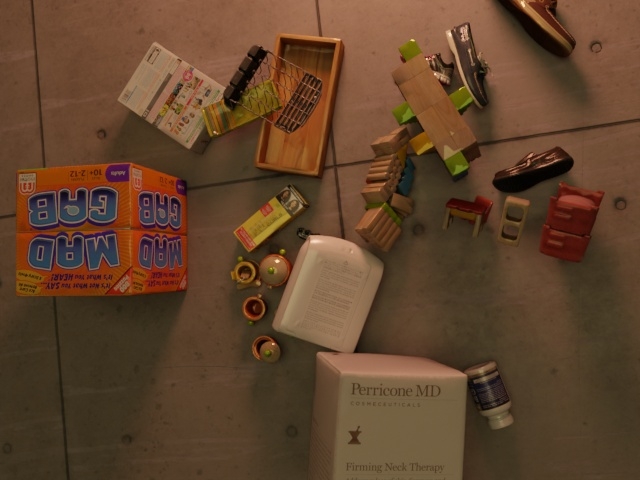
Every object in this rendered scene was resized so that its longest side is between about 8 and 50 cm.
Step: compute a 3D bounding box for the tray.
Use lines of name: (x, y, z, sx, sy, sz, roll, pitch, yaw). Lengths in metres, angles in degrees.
tray: (-0.063, -0.407, 1.918, 0.202, 0.076, 0.411, 10, 89, 14)

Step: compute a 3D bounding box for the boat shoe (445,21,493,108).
boat shoe: (0.434, -0.500, 1.800, 0.079, 0.095, 0.255, -23, 73, 22)

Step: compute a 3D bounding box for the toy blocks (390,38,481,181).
toy blocks: (0.326, -0.327, 1.742, 0.190, 0.261, 0.381, -31, 74, 12)

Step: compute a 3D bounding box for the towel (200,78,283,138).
towel: (-0.238, -0.396, 1.897, 0.237, 0.021, 0.102, -23, 84, 4)

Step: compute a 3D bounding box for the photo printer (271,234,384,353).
photo printer: (0.029, 0.147, 1.815, 0.256, 0.107, 0.308, 19, 92, -11)

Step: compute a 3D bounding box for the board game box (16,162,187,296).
board game box: (-0.634, -0.019, 1.883, 0.356, 0.356, 0.357, -2, 87, 12)

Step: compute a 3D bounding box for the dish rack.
dish rack: (-0.135, -0.436, 1.847, 0.271, 0.074, 0.208, 30, 87, 10)

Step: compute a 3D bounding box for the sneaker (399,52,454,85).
sneaker: (0.315, -0.518, 1.842, 0.170, 0.063, 0.075, 29, 94, 8)

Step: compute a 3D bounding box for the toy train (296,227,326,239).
toy train: (0.000, 0.000, 1.905, 0.158, 0.027, 0.036, 20, 95, 14)

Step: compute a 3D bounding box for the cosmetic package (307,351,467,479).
cosmetic package: (0.159, 0.512, 1.643, 0.329, 0.327, 0.394, 4, 88, -10)

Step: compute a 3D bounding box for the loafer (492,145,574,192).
loafer: (0.586, -0.200, 1.765, 0.220, 0.080, 0.078, -17, 51, 13)

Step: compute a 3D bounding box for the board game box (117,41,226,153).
board game box: (-0.451, -0.448, 1.997, 0.303, 0.097, 0.224, 35, 95, 13)

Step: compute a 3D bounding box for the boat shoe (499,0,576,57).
boat shoe: (0.603, -0.661, 1.756, 0.123, 0.123, 0.342, -40, 73, 9)

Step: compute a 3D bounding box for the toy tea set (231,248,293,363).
toy tea set: (-0.156, 0.193, 1.881, 0.200, 0.124, 0.336, -16, 84, 12)

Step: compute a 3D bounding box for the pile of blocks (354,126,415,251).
pile of blocks: (0.188, -0.147, 1.845, 0.112, 0.149, 0.362, 2, 75, 56)

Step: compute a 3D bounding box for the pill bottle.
pill bottle: (0.468, 0.426, 1.741, 0.094, 0.094, 0.169, -22, 82, 11)

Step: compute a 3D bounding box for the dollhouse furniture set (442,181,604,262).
dollhouse furniture set: (0.539, -0.082, 1.689, 0.374, 0.201, 0.152, 16, 113, 20)

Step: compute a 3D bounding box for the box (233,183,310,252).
box: (-0.148, -0.066, 1.926, 0.232, 0.058, 0.087, -39, 80, 9)
